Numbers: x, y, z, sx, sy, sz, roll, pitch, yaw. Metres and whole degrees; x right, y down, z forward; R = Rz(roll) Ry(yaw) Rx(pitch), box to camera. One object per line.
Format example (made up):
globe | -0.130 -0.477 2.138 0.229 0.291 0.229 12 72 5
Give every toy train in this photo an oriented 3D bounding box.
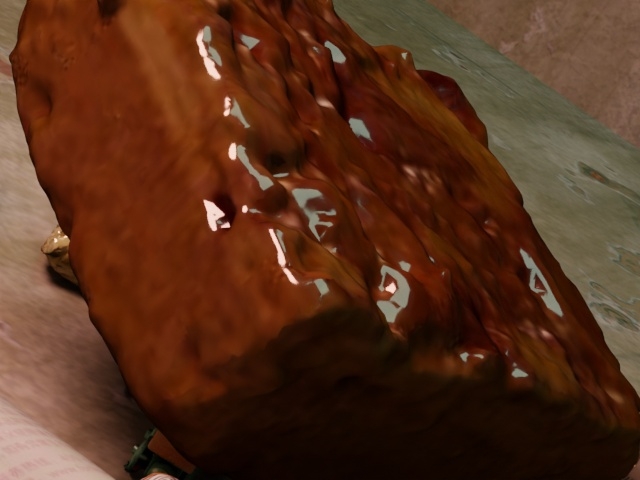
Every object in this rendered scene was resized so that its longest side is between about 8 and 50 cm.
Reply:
toy train | -0.076 0.110 1.093 0.044 0.064 0.103 31 17 2

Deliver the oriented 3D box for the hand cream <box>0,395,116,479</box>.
hand cream | -0.204 0.095 0.856 0.359 0.118 0.185 34 8 29

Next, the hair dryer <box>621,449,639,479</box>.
hair dryer | 0.329 0.246 1.446 0.195 0.053 0.220 29 18 -10

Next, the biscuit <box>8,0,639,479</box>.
biscuit | 0.000 0.000 1.115 0.395 0.166 0.342 27 28 -49

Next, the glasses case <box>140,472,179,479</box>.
glasses case | -0.014 0.210 0.858 0.266 0.067 0.103 45 -19 36

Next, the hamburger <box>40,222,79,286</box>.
hamburger | -0.113 -0.033 1.333 0.131 0.124 0.262 34 18 -7
